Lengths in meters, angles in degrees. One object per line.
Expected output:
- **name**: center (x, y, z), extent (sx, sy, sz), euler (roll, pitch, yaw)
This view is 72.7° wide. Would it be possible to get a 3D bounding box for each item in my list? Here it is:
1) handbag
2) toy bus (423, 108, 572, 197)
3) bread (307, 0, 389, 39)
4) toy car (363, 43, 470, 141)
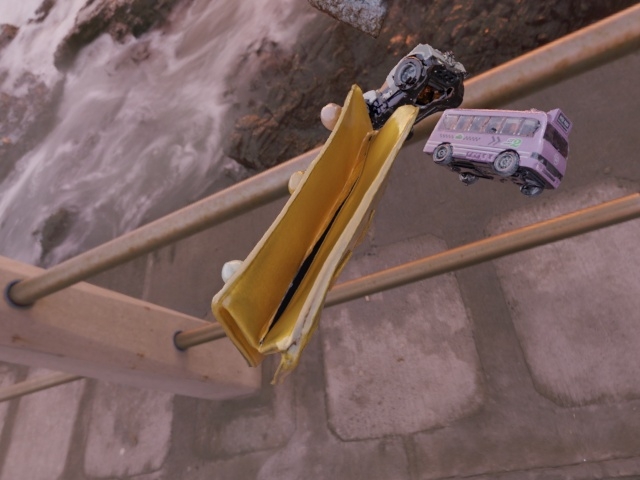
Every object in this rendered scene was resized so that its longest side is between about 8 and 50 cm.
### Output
- **handbag**: center (0.000, 0.000, 0.634), extent (0.133, 0.283, 0.400), euler (23, 64, 11)
- **toy bus**: center (0.263, -0.139, 0.654), extent (0.199, 0.096, 0.108), euler (26, 92, 53)
- **bread**: center (0.116, -0.595, 0.758), extent (0.113, 0.165, 0.416), euler (-76, 9, -57)
- **toy car**: center (0.178, -0.320, 1.003), extent (0.301, 0.193, 0.117), euler (-29, 71, 43)
